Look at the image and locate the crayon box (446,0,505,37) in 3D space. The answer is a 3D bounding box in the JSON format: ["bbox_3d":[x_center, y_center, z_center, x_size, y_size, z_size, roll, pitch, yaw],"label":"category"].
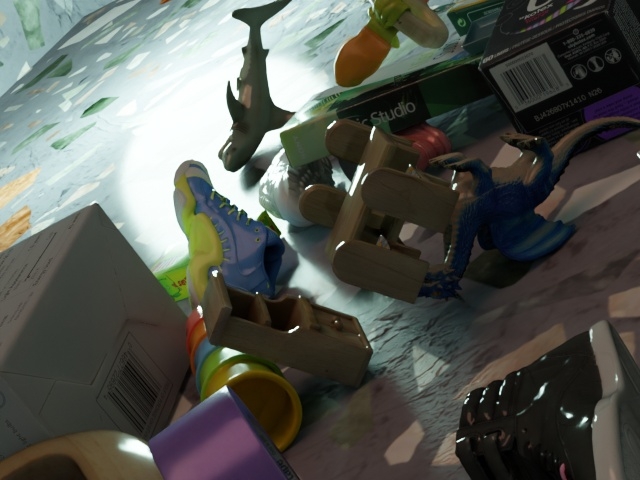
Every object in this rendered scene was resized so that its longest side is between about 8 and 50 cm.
[{"bbox_3d":[0.345,-0.395,2.163,0.203,0.083,0.323,-10,32,49],"label":"crayon box"}]

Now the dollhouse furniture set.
[{"bbox_3d":[0.000,0.000,1.528,0.212,0.161,0.242,-117,47,-70],"label":"dollhouse furniture set"}]

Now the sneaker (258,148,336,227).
[{"bbox_3d":[-0.036,-0.059,2.020,0.095,0.090,0.235,-42,14,15],"label":"sneaker"}]

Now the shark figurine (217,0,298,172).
[{"bbox_3d":[-0.086,-0.232,2.401,0.116,0.278,0.166,8,-4,7],"label":"shark figurine"}]

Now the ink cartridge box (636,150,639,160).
[{"bbox_3d":[0.365,-0.067,1.409,0.115,0.067,0.198,-32,20,8],"label":"ink cartridge box"}]

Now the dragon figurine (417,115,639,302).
[{"bbox_3d":[0.199,-0.031,1.559,0.289,0.144,0.085,-20,14,-18],"label":"dragon figurine"}]

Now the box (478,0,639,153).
[{"bbox_3d":[0.303,-0.230,1.765,0.165,0.143,0.270,-23,22,28],"label":"box"}]

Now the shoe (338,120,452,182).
[{"bbox_3d":[0.094,-0.107,1.941,0.081,0.063,0.178,-31,16,-22],"label":"shoe"}]

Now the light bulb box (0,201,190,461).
[{"bbox_3d":[-0.376,0.191,1.749,0.361,0.225,0.358,-26,22,24],"label":"light bulb box"}]

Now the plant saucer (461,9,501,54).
[{"bbox_3d":[0.216,-0.265,1.932,0.067,0.018,0.192,-20,14,14],"label":"plant saucer"}]

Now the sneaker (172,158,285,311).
[{"bbox_3d":[-0.108,-0.007,1.908,0.126,0.091,0.240,-16,61,7],"label":"sneaker"}]

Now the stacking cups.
[{"bbox_3d":[-0.100,0.131,1.640,0.096,0.096,0.316,-35,20,-3],"label":"stacking cups"}]

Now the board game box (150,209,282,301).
[{"bbox_3d":[-0.146,0.025,2.031,0.181,0.043,0.092,-20,25,36],"label":"board game box"}]

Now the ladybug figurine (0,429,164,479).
[{"bbox_3d":[-0.224,0.317,1.317,0.305,0.162,0.449,-38,20,-7],"label":"ladybug figurine"}]

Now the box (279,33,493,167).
[{"bbox_3d":[0.119,-0.197,1.991,0.322,0.058,0.232,-21,12,16],"label":"box"}]

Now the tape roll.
[{"bbox_3d":[-0.053,0.215,1.245,0.080,0.189,0.189,-35,20,-2],"label":"tape roll"}]

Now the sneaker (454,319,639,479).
[{"bbox_3d":[0.176,0.169,1.132,0.147,0.104,0.295,-31,14,15],"label":"sneaker"}]

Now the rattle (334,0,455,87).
[{"bbox_3d":[0.102,-0.278,2.078,0.199,0.130,0.142,-73,4,-70],"label":"rattle"}]
